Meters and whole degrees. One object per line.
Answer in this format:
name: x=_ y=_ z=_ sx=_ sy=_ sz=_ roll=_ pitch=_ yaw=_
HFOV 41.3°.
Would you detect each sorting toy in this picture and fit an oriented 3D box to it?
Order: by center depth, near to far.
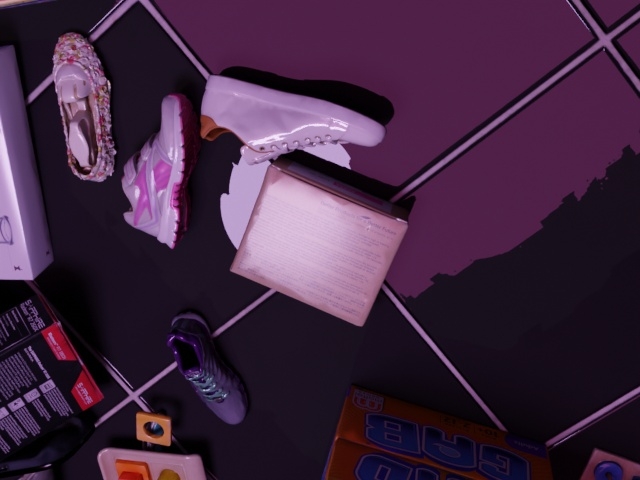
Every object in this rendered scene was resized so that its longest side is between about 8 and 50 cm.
sorting toy: x=0.501 y=0.444 z=1.442 sx=0.132 sy=0.046 sz=0.274 roll=20 pitch=111 yaw=2
sorting toy: x=-0.301 y=0.461 z=1.545 sx=0.196 sy=0.047 sz=0.348 roll=-1 pitch=118 yaw=13

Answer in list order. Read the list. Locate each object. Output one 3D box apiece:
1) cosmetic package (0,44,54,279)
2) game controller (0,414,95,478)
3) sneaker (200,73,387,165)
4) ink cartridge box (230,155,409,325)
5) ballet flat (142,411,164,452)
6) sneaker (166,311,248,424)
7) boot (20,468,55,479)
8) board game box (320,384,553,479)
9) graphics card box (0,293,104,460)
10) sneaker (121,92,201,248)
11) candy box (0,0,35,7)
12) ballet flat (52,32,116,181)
cosmetic package: x=-0.618 y=-0.122 z=1.395 sx=0.284 sy=0.097 sz=0.377 roll=-1 pitch=112 yaw=7
game controller: x=-0.570 y=0.383 z=1.528 sx=0.319 sy=0.166 sz=0.067 roll=-13 pitch=110 yaw=13
sneaker: x=-0.046 y=-0.161 z=1.287 sx=0.290 sy=0.106 sz=0.123 roll=15 pitch=92 yaw=15
ink cartridge box: x=0.000 y=0.000 z=1.351 sx=0.234 sy=0.088 sz=0.193 roll=24 pitch=109 yaw=1
ballet flat: x=-0.308 y=0.362 z=1.549 sx=0.041 sy=0.041 sz=0.114 roll=7 pitch=109 yaw=7
sneaker: x=-0.203 y=0.237 z=1.457 sx=0.083 sy=0.098 sz=0.224 roll=-25 pitch=103 yaw=16
boot: x=-0.460 y=0.503 z=1.576 sx=0.208 sy=0.076 sz=0.190 roll=36 pitch=140 yaw=8
board game box: x=0.149 y=0.512 z=1.357 sx=0.356 sy=0.356 sz=0.356 roll=16 pitch=111 yaw=3
graphics card box: x=-0.569 y=0.270 z=1.386 sx=0.371 sy=0.094 sz=0.233 roll=-32 pitch=140 yaw=-18
sneaker: x=-0.261 y=-0.113 z=1.347 sx=0.111 sy=0.103 sz=0.252 roll=13 pitch=109 yaw=3
candy box: x=-0.413 y=-0.385 z=1.166 sx=0.268 sy=0.317 sz=0.122 roll=-5 pitch=107 yaw=11
ballet flat: x=-0.377 y=-0.207 z=1.348 sx=0.091 sy=0.077 sz=0.241 roll=-6 pitch=107 yaw=12
